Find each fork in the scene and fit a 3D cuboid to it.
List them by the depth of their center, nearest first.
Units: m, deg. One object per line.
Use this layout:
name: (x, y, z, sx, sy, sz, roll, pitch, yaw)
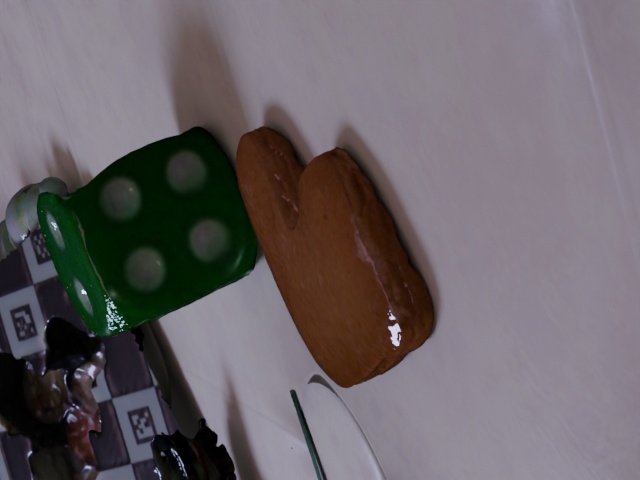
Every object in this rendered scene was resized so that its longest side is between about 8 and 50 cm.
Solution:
fork: (0.007, 0.226, 1.493, 0.039, 0.021, 0.235, -2, 109, 67)

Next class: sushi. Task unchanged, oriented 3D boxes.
sushi: (-0.226, 0.170, 1.894, 0.320, 0.068, 0.339, -41, 72, 41)

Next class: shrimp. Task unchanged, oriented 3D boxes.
shrimp: (-0.060, 0.288, 1.665, 0.178, 0.075, 0.289, 24, 133, 46)

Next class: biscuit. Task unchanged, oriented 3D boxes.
biscuit: (0.000, 0.000, 1.250, 0.186, 0.036, 0.192, 67, 160, 8)

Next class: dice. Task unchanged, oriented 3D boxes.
dice: (-0.125, -0.004, 1.439, 0.120, 0.128, 0.131, 67, 160, -1)

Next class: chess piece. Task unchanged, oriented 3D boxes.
chess piece: (-0.291, 0.015, 1.952, 0.139, 0.139, 0.272, 61, 149, 21)
